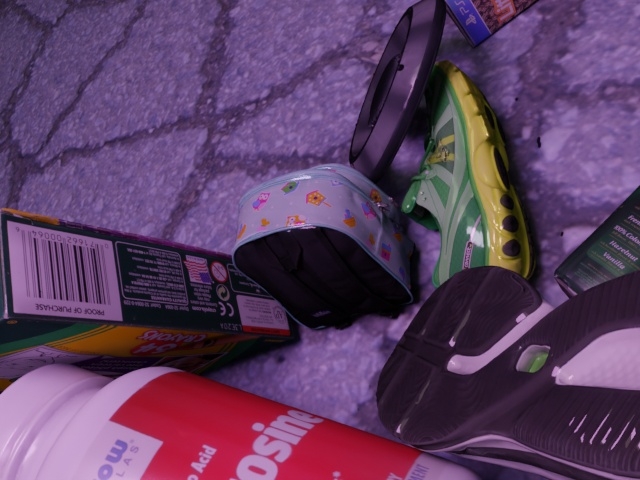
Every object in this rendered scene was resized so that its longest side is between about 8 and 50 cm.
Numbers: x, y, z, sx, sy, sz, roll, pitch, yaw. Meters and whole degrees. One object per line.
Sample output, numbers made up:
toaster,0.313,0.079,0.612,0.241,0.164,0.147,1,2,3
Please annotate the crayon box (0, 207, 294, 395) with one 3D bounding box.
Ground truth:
crayon box,-0.266,0.103,0.757,0.313,0.363,0.106,-26,66,30

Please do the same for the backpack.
backpack,0.000,0.000,0.744,0.166,0.188,0.144,-15,58,32

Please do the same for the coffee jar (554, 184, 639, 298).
coffee jar,0.293,-0.006,0.583,0.184,0.096,0.079,-49,49,6

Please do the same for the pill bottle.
pill bottle,-0.087,0.241,0.574,0.408,0.229,0.228,13,74,21

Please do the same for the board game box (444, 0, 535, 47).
board game box,0.231,-0.428,0.833,0.291,0.141,0.232,-36,49,17

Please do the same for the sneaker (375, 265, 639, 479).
sneaker,0.219,0.150,0.512,0.169,0.258,0.447,-57,11,-13

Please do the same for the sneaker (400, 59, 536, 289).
sneaker,0.137,-0.075,0.734,0.124,0.109,0.295,-22,53,27

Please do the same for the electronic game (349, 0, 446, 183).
electronic game,0.087,-0.169,0.788,0.229,0.048,0.229,-161,90,-83
